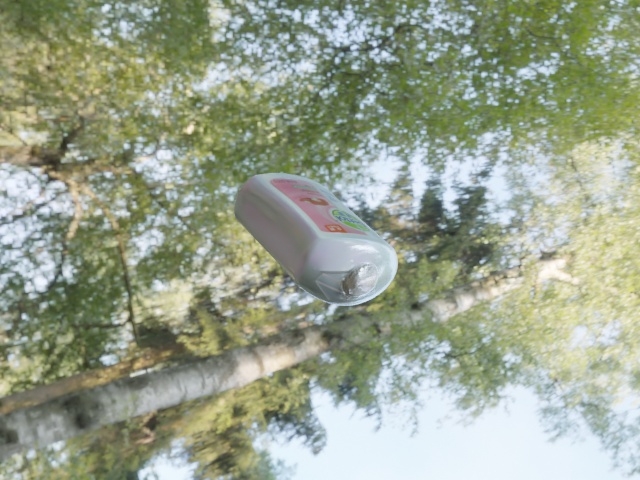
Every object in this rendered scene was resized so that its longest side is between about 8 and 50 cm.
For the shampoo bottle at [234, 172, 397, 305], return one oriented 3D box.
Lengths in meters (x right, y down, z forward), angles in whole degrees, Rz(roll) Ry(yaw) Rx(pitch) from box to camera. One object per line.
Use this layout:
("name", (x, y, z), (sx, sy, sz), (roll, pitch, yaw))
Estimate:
("shampoo bottle", (0.000, 0.000, 0.453), (0.099, 0.072, 0.043), (44, -63, 46))
